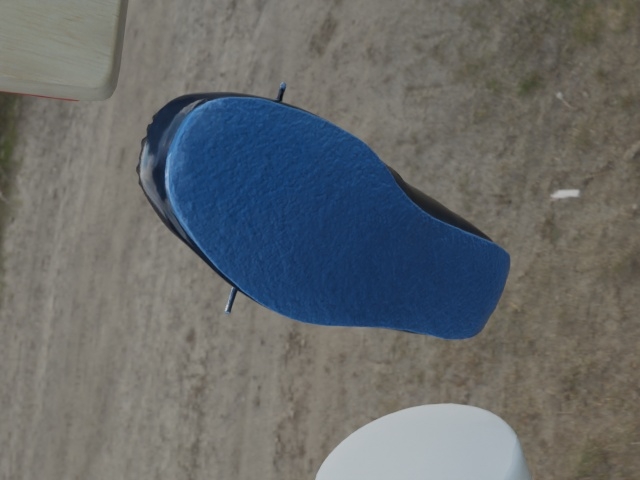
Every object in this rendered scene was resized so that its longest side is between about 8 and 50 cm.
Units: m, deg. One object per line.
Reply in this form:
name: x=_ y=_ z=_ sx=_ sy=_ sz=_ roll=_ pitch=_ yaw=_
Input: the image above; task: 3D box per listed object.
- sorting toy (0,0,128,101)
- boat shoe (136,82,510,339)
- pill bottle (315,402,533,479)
sorting toy: x=-0.212 y=-0.197 z=0.398 sx=0.089 sy=0.257 sz=0.255 roll=131 pitch=144 yaw=-79
boat shoe: x=0.000 y=0.000 z=0.433 sx=0.089 sy=0.258 sz=0.109 roll=28 pitch=86 yaw=44
pill bottle: x=0.104 y=0.275 z=0.541 sx=0.176 sy=0.176 sz=0.319 roll=1 pitch=117 yaw=47
